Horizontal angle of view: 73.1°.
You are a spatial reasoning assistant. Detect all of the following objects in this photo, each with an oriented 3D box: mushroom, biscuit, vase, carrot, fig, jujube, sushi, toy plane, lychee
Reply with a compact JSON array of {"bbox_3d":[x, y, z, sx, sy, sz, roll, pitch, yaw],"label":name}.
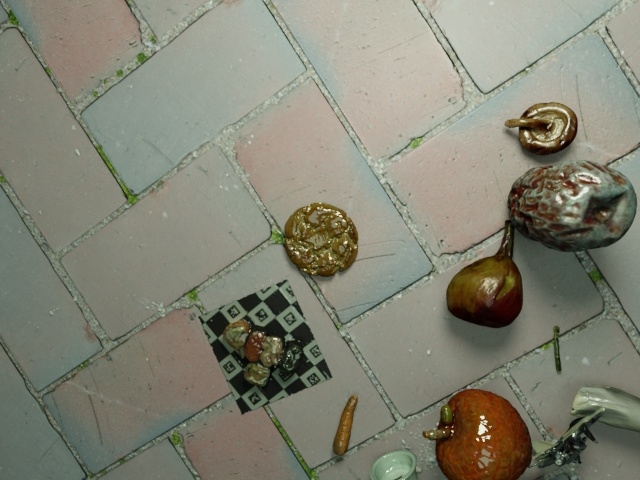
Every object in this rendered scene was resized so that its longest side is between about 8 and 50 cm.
[{"bbox_3d":[0.835,0.457,1.130,0.351,0.109,0.097,14,99,6],"label":"mushroom"},{"bbox_3d":[0.000,0.000,1.236,0.225,0.042,0.226,1,96,7],"label":"biscuit"},{"bbox_3d":[0.259,0.775,1.236,0.143,0.143,0.299,-20,96,9],"label":"vase"},{"bbox_3d":[0.077,0.545,1.281,0.047,0.047,0.191,15,94,6],"label":"carrot"},{"bbox_3d":[0.441,0.085,1.119,0.190,0.190,0.291,13,98,6],"label":"fig"},{"bbox_3d":[0.569,-0.083,1.016,0.225,0.317,0.226,0,101,2],"label":"jujube"},{"bbox_3d":[0.563,-0.289,1.110,0.170,0.080,0.135,13,85,7],"label":"mushroom"},{"bbox_3d":[-0.173,0.330,1.279,0.319,0.069,0.340,-23,92,9],"label":"sushi"},{"bbox_3d":[0.659,0.530,1.129,0.192,0.088,0.262,7,133,-28],"label":"toy plane"},{"bbox_3d":[0.408,0.523,1.136,0.299,0.255,0.255,21,98,2],"label":"lychee"}]

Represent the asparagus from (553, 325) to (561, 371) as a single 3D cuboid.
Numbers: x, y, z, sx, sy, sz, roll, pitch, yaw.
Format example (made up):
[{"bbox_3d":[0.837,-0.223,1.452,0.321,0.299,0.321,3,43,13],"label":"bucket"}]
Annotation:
[{"bbox_3d":[0.652,0.297,1.187,0.018,0.015,0.127,-6,95,-1],"label":"asparagus"}]
